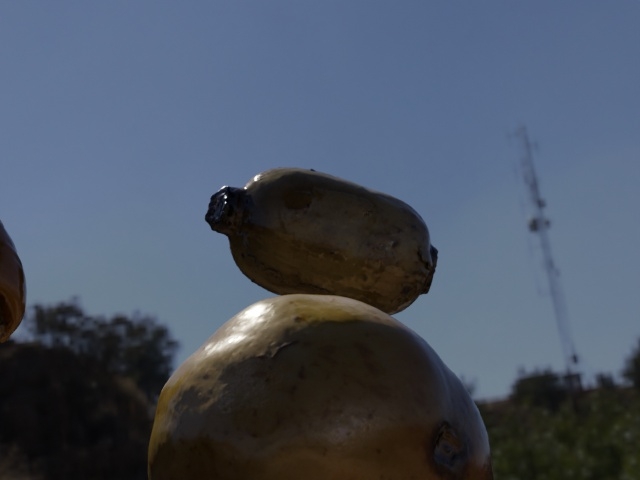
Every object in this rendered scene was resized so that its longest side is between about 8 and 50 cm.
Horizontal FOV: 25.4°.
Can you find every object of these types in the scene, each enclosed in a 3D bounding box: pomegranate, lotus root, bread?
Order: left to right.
[{"bbox_3d":[-0.361,0.015,1.428,0.114,0.189,0.077,-17,-26,-48],"label":"bread"},{"bbox_3d":[0.000,0.000,1.712,0.284,0.160,0.146,17,-34,-7],"label":"lotus root"},{"bbox_3d":[0.003,0.189,1.213,0.307,0.307,0.307,-9,-14,-2],"label":"pomegranate"}]
